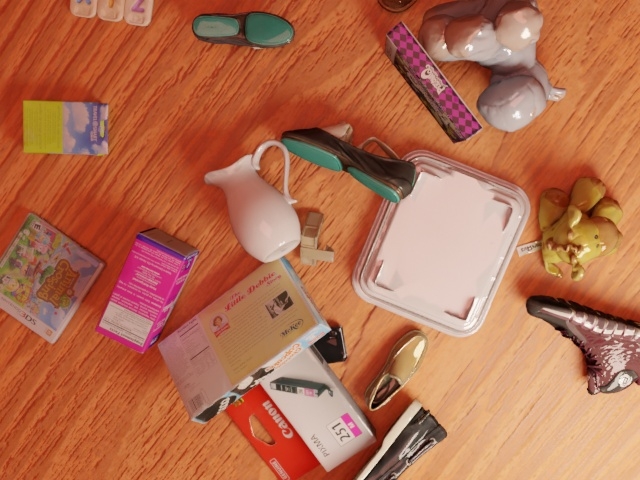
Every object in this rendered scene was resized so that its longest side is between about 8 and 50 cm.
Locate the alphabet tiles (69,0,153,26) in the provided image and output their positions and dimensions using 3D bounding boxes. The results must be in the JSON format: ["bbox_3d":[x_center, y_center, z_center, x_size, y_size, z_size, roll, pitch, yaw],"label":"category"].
[{"bbox_3d":[-0.407,-0.579,1.395,0.284,0.021,0.277,10,96,4],"label":"alphabet tiles"}]

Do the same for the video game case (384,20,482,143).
[{"bbox_3d":[0.202,-0.282,1.284,0.042,0.210,0.232,-38,93,8],"label":"video game case"}]

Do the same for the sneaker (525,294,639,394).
[{"bbox_3d":[0.521,0.217,1.366,0.282,0.106,0.162,17,100,2],"label":"sneaker"}]

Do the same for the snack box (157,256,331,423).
[{"bbox_3d":[-0.158,0.194,1.393,0.322,0.060,0.187,-37,59,7],"label":"snack box"}]

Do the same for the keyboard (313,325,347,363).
[{"bbox_3d":[-0.040,0.210,1.449,0.180,0.023,0.108,-9,101,4],"label":"keyboard"}]

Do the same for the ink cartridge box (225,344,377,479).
[{"bbox_3d":[-0.058,0.357,1.435,0.239,0.060,0.275,-35,96,8],"label":"ink cartridge box"}]

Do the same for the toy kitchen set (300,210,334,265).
[{"bbox_3d":[0.000,0.000,1.419,0.068,0.075,0.083,10,136,6],"label":"toy kitchen set"}]

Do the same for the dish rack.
[{"bbox_3d":[0.239,0.010,1.383,0.286,0.072,0.332,22,96,3],"label":"dish rack"}]

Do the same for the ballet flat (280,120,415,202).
[{"bbox_3d":[0.060,-0.168,1.364,0.281,0.095,0.096,28,75,13],"label":"ballet flat"}]

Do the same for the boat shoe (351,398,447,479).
[{"bbox_3d":[0.133,0.487,1.412,0.113,0.127,0.340,36,88,12],"label":"boat shoe"}]

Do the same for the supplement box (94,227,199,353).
[{"bbox_3d":[-0.349,0.099,1.415,0.114,0.111,0.220,27,98,1],"label":"supplement box"}]

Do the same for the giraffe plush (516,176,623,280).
[{"bbox_3d":[0.482,-0.014,1.309,0.210,0.170,0.181,-35,93,7],"label":"giraffe plush"}]

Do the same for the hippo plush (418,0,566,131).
[{"bbox_3d":[0.319,-0.329,1.293,0.235,0.294,0.236,-2,123,28],"label":"hippo plush"}]

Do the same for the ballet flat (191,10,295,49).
[{"bbox_3d":[-0.148,-0.410,1.368,0.203,0.074,0.074,5,96,3],"label":"ballet flat"}]

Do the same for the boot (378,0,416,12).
[{"bbox_3d":[0.189,-0.579,1.303,0.112,0.115,0.305,26,98,0],"label":"boot"}]

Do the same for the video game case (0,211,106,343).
[{"bbox_3d":[-0.587,0.080,1.475,0.193,0.023,0.212,35,97,0],"label":"video game case"}]

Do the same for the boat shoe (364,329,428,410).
[{"bbox_3d":[0.158,0.269,1.413,0.068,0.072,0.190,32,97,1],"label":"boat shoe"}]

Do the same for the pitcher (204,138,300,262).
[{"bbox_3d":[-0.106,-0.079,1.363,0.178,0.125,0.207,-35,77,14],"label":"pitcher"}]

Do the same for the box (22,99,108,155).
[{"bbox_3d":[-0.514,-0.230,1.428,0.178,0.042,0.108,2,97,4],"label":"box"}]
